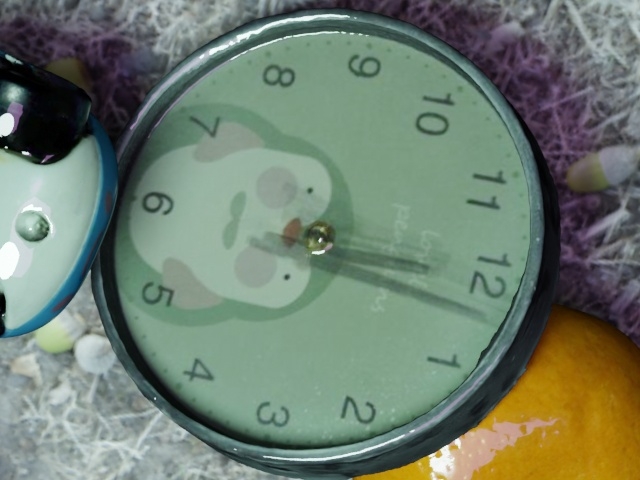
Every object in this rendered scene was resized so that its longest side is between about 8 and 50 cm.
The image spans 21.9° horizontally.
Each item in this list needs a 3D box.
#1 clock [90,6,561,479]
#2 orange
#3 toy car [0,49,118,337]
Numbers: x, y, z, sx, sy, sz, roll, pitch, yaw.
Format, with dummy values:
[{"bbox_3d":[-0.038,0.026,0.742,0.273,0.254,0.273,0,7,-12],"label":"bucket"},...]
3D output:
[{"bbox_3d":[0.000,-0.001,1.104,0.319,0.066,0.318,-3,78,12],"label":"clock"},{"bbox_3d":[0.137,0.156,1.181,0.240,0.171,0.240,-1,102,-7],"label":"orange"},{"bbox_3d":[-0.244,-0.038,1.090,0.255,0.190,0.188,21,89,21],"label":"toy car"}]
